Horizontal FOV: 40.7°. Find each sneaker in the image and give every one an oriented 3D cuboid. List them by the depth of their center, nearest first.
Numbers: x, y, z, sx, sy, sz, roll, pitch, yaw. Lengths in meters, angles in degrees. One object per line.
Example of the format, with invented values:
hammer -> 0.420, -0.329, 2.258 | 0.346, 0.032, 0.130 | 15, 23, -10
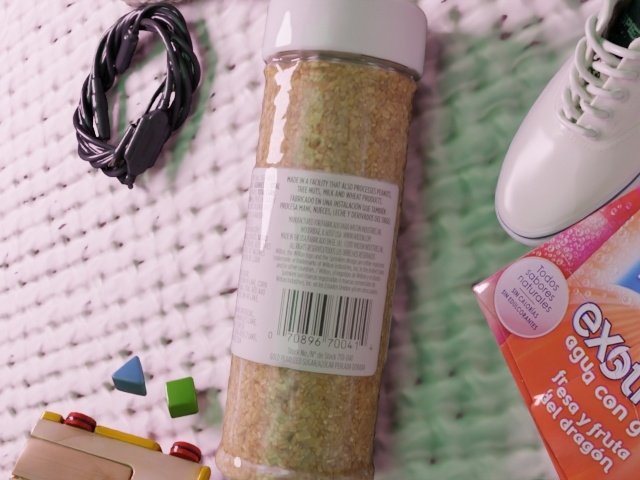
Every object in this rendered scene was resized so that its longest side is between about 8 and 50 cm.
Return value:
sneaker -> 0.183, -0.107, 0.523 | 0.094, 0.091, 0.258 | 46, 113, 33

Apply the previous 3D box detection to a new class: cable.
cable -> -0.186, -0.153, 0.865 | 0.150, 0.047, 0.184 | 42, 113, 40

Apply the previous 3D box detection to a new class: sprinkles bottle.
sprinkles bottle -> 0.000, 0.000, 0.639 | 0.121, 0.121, 0.355 | 6, 89, 39

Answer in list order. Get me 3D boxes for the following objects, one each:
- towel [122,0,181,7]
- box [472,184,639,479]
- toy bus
towel -> -0.112, -0.366, 0.824 | 0.187, 0.049, 0.282 | 6, 90, 41
box -> 0.200, 0.051, 0.384 | 0.128, 0.257, 0.123 | -37, 62, 30
toy bus -> -0.173, 0.228, 0.762 | 0.202, 0.191, 0.104 | 57, 162, 29
